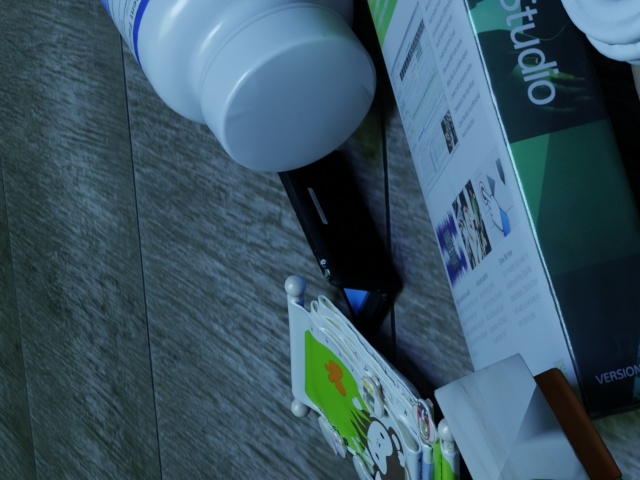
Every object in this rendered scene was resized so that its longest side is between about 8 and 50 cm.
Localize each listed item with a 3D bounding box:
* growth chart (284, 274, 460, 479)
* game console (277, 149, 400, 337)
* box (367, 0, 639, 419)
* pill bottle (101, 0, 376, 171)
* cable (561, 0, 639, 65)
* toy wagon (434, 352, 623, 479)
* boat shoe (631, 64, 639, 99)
[{"bbox_3d":[0.036,0.131,1.097,0.237,0.021,0.172,43,147,47],"label":"growth chart"},{"bbox_3d":[0.000,0.000,1.090,0.071,0.107,0.122,-40,61,29],"label":"game console"},{"bbox_3d":[0.093,-0.058,0.811,0.232,0.058,0.322,112,142,-79],"label":"box"},{"bbox_3d":[-0.069,-0.175,1.064,0.272,0.152,0.152,56,146,38],"label":"pill bottle"},{"bbox_3d":[0.154,-0.188,0.564,0.257,0.089,0.257,149,129,-78],"label":"cable"},{"bbox_3d":[0.135,0.214,0.622,0.267,0.068,0.344,56,-171,-78],"label":"toy wagon"},{"bbox_3d":[0.186,-0.035,0.683,0.073,0.073,0.207,156,102,-68],"label":"boat shoe"}]
